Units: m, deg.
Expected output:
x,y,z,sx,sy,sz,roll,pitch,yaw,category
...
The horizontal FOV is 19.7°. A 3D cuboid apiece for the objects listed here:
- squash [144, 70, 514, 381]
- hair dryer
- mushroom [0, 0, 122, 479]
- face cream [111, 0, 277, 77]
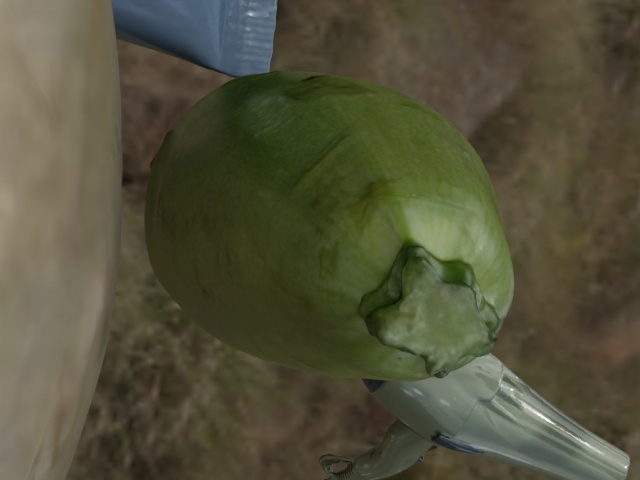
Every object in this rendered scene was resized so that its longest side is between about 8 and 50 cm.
x,y,z,sx,sy,sz,roll,pitch,yaw,category
0.001,-0.008,0.677,0.370,0.118,0.118,-166,-95,-80,squash
0.089,0.134,1.111,0.199,0.167,0.067,109,3,-54,hair dryer
-0.217,-0.011,0.406,0.295,0.362,0.362,8,91,-41,mushroom
-0.173,-0.147,0.687,0.385,0.086,0.135,4,94,-35,face cream
